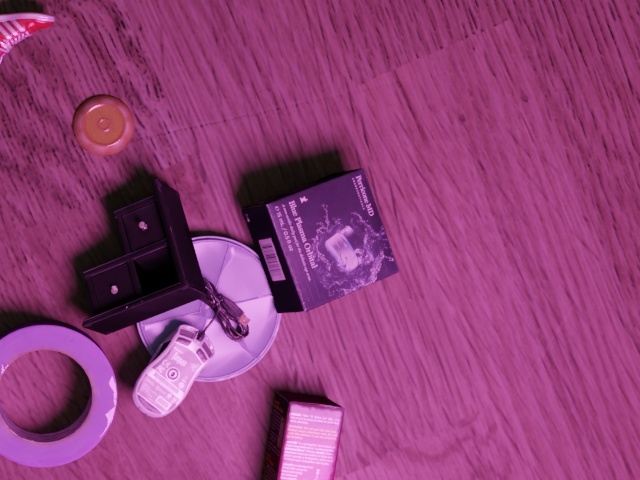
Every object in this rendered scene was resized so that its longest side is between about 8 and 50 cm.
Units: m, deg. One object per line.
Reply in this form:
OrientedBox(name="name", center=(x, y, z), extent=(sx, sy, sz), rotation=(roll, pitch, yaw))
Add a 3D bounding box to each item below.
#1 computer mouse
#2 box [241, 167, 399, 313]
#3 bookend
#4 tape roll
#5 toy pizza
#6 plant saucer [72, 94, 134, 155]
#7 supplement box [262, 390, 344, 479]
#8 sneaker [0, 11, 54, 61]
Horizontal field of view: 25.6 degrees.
OrientedBox(name="computer mouse", center=(-0.185, 0.151, 1.895), extent=(0.106, 0.042, 0.193), rotation=(42, 79, -14))
OrientedBox(name="box", center=(0.000, 0.000, 1.917), extent=(0.158, 0.093, 0.156), rotation=(-22, 96, -26))
OrientedBox(name="bookend", center=(-0.251, 0.023, 1.875), extent=(0.156, 0.072, 0.157), rotation=(-21, 72, 13))
OrientedBox(name="tape roll", center=(-0.367, 0.202, 1.871), extent=(0.189, 0.080, 0.189), rotation=(0, 92, -12))
OrientedBox(name="toy pizza", center=(-0.154, 0.094, 1.935), extent=(0.201, 0.032, 0.201), rotation=(0, 92, -10))
OrientedBox(name="plant saucer", center=(-0.294, -0.157, 1.908), extent=(0.083, 0.015, 0.083), rotation=(0, 91, -12))
OrientedBox(name="supplement box", center=(-0.029, 0.309, 1.930), extent=(0.081, 0.104, 0.188), rotation=(9, 90, -12))
OrientedBox(name="sneaker", center=(-0.410, -0.267, 1.868), extent=(0.118, 0.042, 0.067), rotation=(-6, 89, -4))
